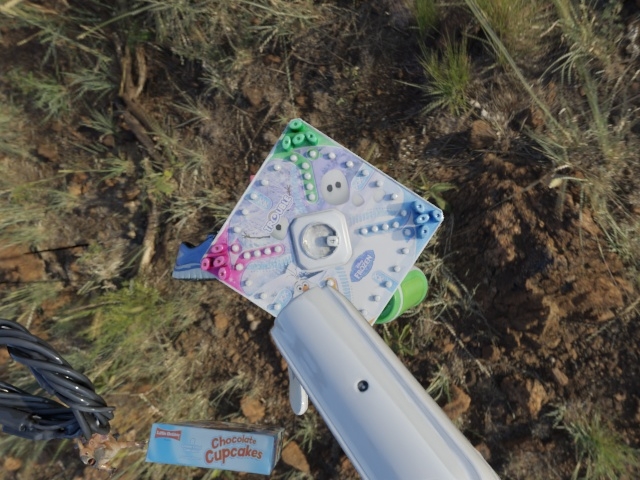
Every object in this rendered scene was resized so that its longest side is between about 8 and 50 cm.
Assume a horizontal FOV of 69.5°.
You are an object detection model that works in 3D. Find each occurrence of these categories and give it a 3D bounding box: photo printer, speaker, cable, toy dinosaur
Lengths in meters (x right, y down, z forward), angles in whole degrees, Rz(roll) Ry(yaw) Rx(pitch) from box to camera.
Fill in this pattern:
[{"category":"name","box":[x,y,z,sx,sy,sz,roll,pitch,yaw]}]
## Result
[{"category":"photo printer","box":[0.090,0.218,0.535,0.107,0.256,0.307,-39,55,-3]},{"category":"speaker","box":[0.186,0.131,1.188,0.131,0.297,0.131,1,93,27]},{"category":"cable","box":[-0.280,0.137,0.451,0.185,0.047,0.150,5,119,19]},{"category":"toy dinosaur","box":[-0.649,0.569,1.327,0.296,0.127,0.200,-3,133,41]}]

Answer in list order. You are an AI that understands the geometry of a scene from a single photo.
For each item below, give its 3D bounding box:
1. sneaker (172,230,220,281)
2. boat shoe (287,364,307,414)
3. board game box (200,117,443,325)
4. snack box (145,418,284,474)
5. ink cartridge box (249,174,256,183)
[{"category":"sneaker","box":[-0.269,0.041,1.317,0.330,0.130,0.147,-2,82,12]},{"category":"boat shoe","box":[-0.050,0.395,1.274,0.063,0.184,0.066,19,120,-25]},{"category":"board game box","box":[0.000,0.000,0.980,0.390,0.050,0.389,33,93,0]},{"category":"snack box","box":[-0.167,0.362,0.829,0.187,0.322,0.060,6,70,0]},{"category":"ink cartridge box","box":[-0.116,-0.084,1.328,0.159,0.092,0.217,-6,59,-1]}]
